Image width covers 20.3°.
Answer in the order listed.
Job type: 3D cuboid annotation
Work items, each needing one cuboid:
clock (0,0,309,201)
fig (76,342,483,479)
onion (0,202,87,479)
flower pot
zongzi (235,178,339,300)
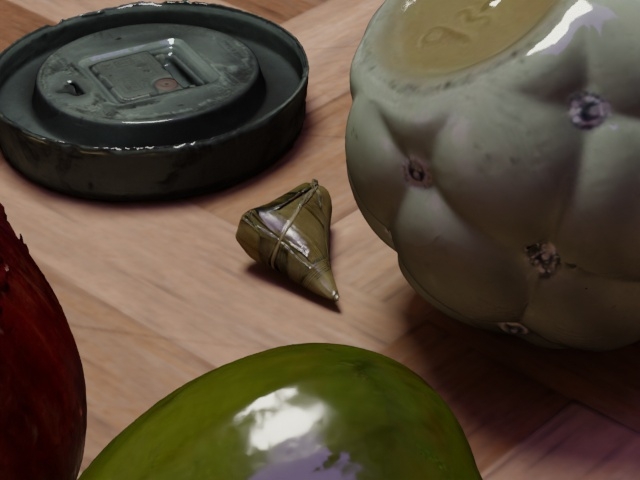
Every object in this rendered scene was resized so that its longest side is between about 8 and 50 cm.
[{"bbox_3d":[-0.119,-0.101,1.251,0.226,0.049,0.226,-2,33,1],"label":"clock"},{"bbox_3d":[-0.037,0.151,0.736,0.225,0.203,0.203,-11,34,-25],"label":"fig"},{"bbox_3d":[-0.242,0.065,0.795,0.276,0.276,0.276,-1,34,1],"label":"onion"},{"bbox_3d":[0.130,-0.063,0.999,0.246,0.195,0.246,-24,35,18],"label":"flower pot"},{"bbox_3d":[0.000,0.000,1.108,0.083,0.040,0.076,31,38,23],"label":"zongzi"}]
